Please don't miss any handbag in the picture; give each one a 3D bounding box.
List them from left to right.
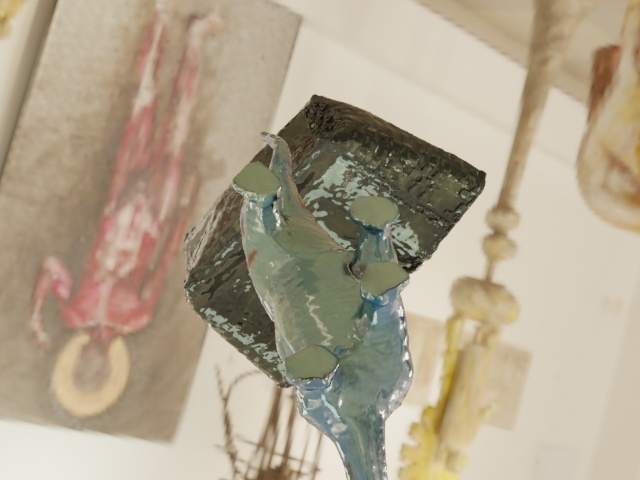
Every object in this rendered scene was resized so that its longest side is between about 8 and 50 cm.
[{"bbox_3d":[0.000,0.000,1.059,0.175,0.270,0.089,36,-161,-25],"label":"handbag"}]

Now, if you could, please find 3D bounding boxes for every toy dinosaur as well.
[{"bbox_3d":[0.008,0.035,0.619,0.076,0.329,0.144,-15,150,-7],"label":"toy dinosaur"}]
